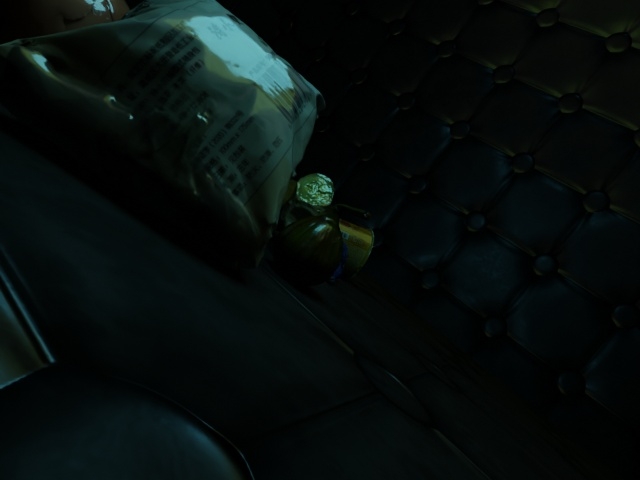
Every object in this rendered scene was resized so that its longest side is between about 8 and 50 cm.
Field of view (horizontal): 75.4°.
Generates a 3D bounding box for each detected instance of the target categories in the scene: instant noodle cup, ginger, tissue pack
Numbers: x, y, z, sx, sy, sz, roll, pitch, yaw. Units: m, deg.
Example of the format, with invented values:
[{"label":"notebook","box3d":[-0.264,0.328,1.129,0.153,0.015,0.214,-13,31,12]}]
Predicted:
[{"label":"instant noodle cup","box3d":[0.071,0.016,1.534,0.172,0.215,0.216,27,6,-16]},{"label":"ginger","box3d":[-0.041,-0.025,1.044,0.123,0.218,0.270,14,-32,3]},{"label":"tissue pack","box3d":[-0.177,-0.192,0.626,0.390,0.195,0.375,42,45,-17]}]

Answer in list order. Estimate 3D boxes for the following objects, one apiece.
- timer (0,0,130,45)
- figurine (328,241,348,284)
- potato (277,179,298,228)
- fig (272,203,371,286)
[{"label":"timer","box3d":[-0.421,-0.334,0.658,0.230,0.229,0.215,38,24,4]},{"label":"figurine","box3d":[0.015,0.034,1.258,0.164,0.120,0.262,41,5,4]},{"label":"potato","box3d":[-0.142,-0.111,1.170,0.196,0.176,0.369,36,8,17]},{"label":"fig","box3d":[-0.014,0.001,0.840,0.142,0.186,0.148,17,5,-29]}]
